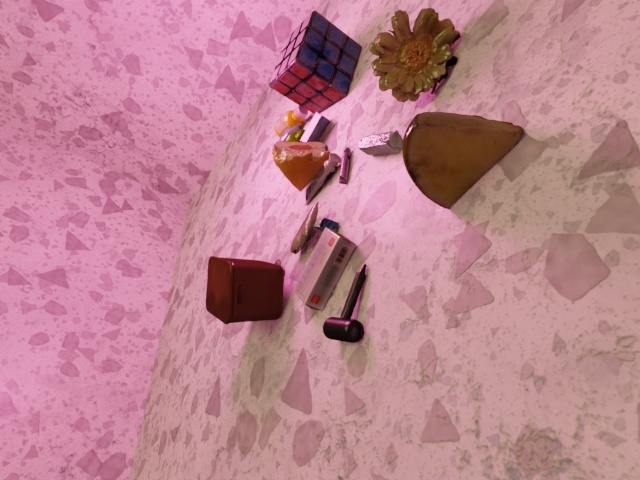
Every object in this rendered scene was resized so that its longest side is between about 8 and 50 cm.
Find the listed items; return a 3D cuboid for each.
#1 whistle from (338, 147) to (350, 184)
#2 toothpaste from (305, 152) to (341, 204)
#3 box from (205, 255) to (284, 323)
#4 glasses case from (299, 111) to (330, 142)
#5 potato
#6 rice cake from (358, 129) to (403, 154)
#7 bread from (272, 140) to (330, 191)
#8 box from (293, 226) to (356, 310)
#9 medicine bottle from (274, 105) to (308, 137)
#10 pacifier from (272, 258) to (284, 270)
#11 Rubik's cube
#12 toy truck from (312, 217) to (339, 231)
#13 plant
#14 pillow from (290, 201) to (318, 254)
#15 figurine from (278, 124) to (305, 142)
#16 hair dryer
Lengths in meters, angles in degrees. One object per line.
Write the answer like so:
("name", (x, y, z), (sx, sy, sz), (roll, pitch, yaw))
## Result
("whistle", (0.098, -0.298, 1.755), (0.033, 0.033, 0.177), (-29, 45, 49))
("toothpaste", (0.000, -0.265, 1.892), (0.266, 0.061, 0.096), (-49, 32, 42))
("box", (-0.316, 0.198, 1.812), (0.339, 0.229, 0.240), (6, 91, 62))
("glasses case", (-0.058, -0.479, 2.104), (0.056, 0.105, 0.266), (36, 103, 19))
("potato", (0.309, -0.245, 1.093), (0.269, 0.255, 0.112), (-50, 32, 27))
("rice cake", (0.214, -0.339, 1.550), (0.206, 0.069, 0.063), (15, 79, 60))
("bread", (-0.101, -0.385, 1.949), (0.224, 0.211, 0.184), (-42, 37, 14))
("box", (0.010, 0.098, 1.534), (0.270, 0.079, 0.135), (-63, 26, 4))
("medicine bottle", (-0.151, -0.651, 2.392), (0.212, 0.121, 0.122), (-32, 42, 46))
("pacifier", (-0.180, 0.124, 1.894), (0.064, 0.068, 0.083), (19, 84, 29))
("Rubik's cube", (-0.026, -0.851, 2.146), (0.303, 0.305, 0.301), (-9, 59, 56))
("toy truck", (0.000, 0.000, 1.630), (0.067, 0.081, 0.175), (6, 73, 64))
("plant", (0.322, -0.589, 1.489), (0.305, 0.297, 0.261), (-23, 60, -7))
("pillow", (-0.060, -0.044, 1.750), (0.230, 0.050, 0.148), (130, 158, -62))
("figurine", (-0.131, -0.503, 2.235), (0.162, 0.143, 0.263), (-52, 12, 10))
("hair dryer", (0.101, 0.183, 1.329), (0.128, 0.069, 0.256), (-6, 58, 59))
